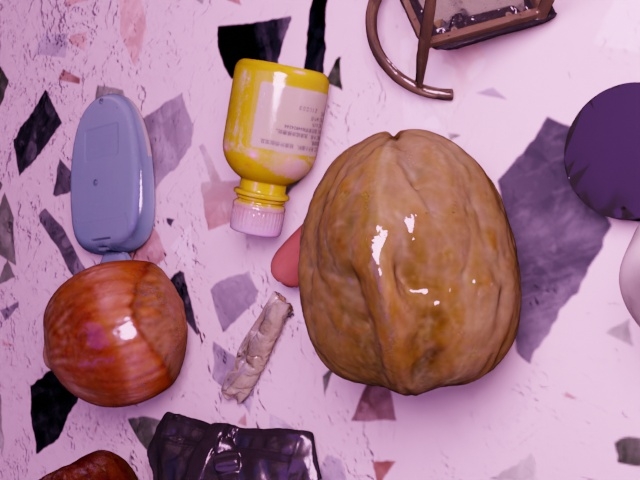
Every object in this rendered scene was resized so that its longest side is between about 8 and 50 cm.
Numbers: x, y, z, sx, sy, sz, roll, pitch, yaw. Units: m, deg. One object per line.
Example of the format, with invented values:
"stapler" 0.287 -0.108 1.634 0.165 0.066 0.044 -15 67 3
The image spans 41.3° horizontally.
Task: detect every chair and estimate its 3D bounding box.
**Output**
"chair" 0.141 -0.285 0.888 0.166 0.272 0.188 -19 75 -7

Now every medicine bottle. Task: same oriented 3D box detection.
"medicine bottle" -0.064 -0.114 1.074 0.121 0.121 0.213 17 101 38

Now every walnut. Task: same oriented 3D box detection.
"walnut" 0.088 0.022 0.878 0.227 0.283 0.283 -6 86 10

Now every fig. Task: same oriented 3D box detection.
"fig" -0.321 0.454 1.278 0.274 0.170 0.145 59 144 0

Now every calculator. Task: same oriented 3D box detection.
"calculator" -0.331 -0.080 1.340 0.188 0.042 0.303 -7 82 38

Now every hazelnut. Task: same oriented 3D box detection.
"hazelnut" -0.291 0.135 1.211 0.214 0.176 0.214 1 72 -3

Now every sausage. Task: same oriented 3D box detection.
"sausage" 0.000 0.000 1.059 0.154 0.062 0.062 -44 64 30

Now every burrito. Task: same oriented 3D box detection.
"burrito" -0.088 0.147 1.144 0.045 0.041 0.186 37 114 24

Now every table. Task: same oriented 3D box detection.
"table" 0.307 -0.085 0.823 0.133 0.043 0.134 0 90 38

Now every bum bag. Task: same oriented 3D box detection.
"bum bag" -0.127 0.314 1.156 0.310 0.074 0.137 -3 78 38

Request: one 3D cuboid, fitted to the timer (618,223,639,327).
"timer" 0.348 0.058 0.662 0.233 0.233 0.240 15 62 38
